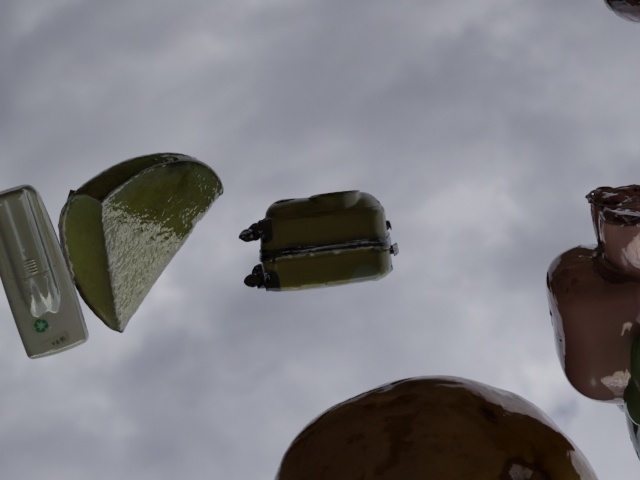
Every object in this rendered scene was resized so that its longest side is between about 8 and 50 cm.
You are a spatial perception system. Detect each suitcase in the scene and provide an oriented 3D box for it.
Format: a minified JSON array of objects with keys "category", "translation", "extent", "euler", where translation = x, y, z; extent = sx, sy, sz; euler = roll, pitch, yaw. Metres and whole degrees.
[{"category":"suitcase","translation":[0.000,0.000,2.440],"extent":[0.235,0.143,0.194],"euler":[-7,-178,3]}]

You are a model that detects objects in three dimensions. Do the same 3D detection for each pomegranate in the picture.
[{"category":"pomegranate","translation":[0.118,0.341,1.725],"extent":[0.412,0.411,0.411],"euler":[-29,-143,24]}]

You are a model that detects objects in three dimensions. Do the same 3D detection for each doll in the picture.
[{"category":"doll","translation":[0.348,0.084,1.672],"extent":[0.216,0.268,0.284],"euler":[-4,-161,3]}]

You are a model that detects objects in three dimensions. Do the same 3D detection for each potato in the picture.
[{"category":"potato","translation":[-0.270,-0.037,2.445],"extent":[0.112,0.269,0.255],"euler":[28,-133,30]}]

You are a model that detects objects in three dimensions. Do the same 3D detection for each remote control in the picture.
[{"category":"remote control","translation":[-0.381,0.042,2.119],"extent":[0.090,0.230,0.049],"euler":[-18,-169,-9]}]

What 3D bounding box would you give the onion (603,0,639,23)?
[{"category":"onion","translation":[0.437,-0.336,1.901],"extent":[0.206,0.151,0.098],"euler":[-54,-154,-11]}]
